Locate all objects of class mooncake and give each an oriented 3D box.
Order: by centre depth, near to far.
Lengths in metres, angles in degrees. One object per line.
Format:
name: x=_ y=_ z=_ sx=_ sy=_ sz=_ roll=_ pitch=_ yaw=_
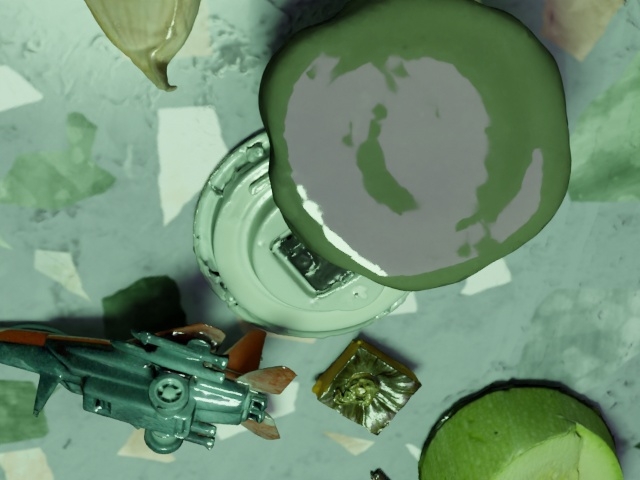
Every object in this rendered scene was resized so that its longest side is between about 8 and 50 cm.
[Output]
mooncake: x=0.077 y=-0.090 z=1.347 sx=0.275 sy=0.135 sz=0.274 roll=-2 pitch=101 yaw=-10

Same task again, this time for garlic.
garlic: x=-0.141 y=-0.254 z=1.235 sx=0.146 sy=0.164 sz=0.244 roll=-13 pitch=127 yaw=-19

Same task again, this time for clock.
clock: x=0.000 y=0.000 z=1.460 sx=0.237 sy=0.053 sz=0.236 roll=-3 pitch=118 yaw=-6

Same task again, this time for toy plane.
toy plane: x=-0.191 y=0.130 z=1.480 sx=0.326 sy=0.104 sz=0.223 roll=5 pitch=147 yaw=-6

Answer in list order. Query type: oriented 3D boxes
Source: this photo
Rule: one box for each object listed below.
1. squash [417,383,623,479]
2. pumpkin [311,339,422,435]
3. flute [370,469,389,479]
squash: x=0.214 y=0.258 z=1.596 sx=0.220 sy=0.133 sz=0.220 roll=-6 pitch=119 yaw=-11
pumpkin: x=0.046 y=0.143 z=1.545 sx=0.083 sy=0.054 sz=0.074 roll=33 pitch=106 yaw=-17
flute: x=0.130 y=0.331 z=1.685 sx=0.014 sy=0.014 sz=0.269 roll=-33 pitch=118 yaw=12
